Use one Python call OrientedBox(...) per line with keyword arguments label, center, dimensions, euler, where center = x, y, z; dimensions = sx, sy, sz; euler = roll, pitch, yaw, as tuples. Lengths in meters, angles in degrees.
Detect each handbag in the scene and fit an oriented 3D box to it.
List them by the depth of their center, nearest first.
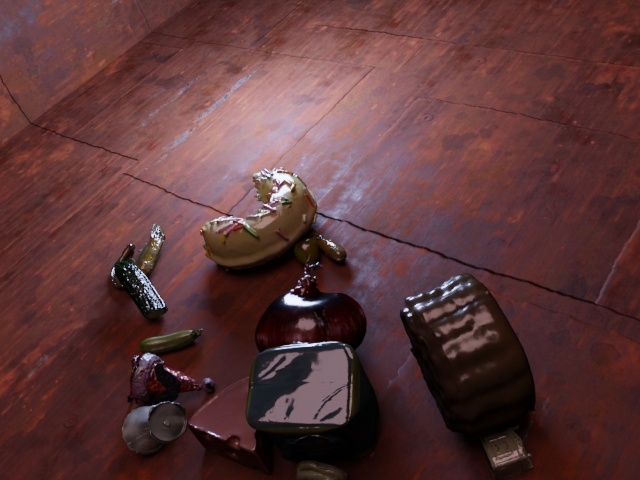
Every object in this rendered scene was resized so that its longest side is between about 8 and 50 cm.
OrientedBox(label="handbag", center=(-0.013, 0.353, 1.466), dimensions=(0.263, 0.241, 0.222), euler=(-10, 54, 13))

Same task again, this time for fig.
OrientedBox(label="fig", center=(-0.036, 0.038, 1.952), dimensions=(0.074, 0.074, 0.087), euler=(-16, 64, 6))

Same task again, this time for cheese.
OrientedBox(label="cheese", center=(-0.172, 0.407, 1.578), dimensions=(0.203, 0.128, 0.177), euler=(9, 51, 32))

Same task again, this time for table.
OrientedBox(label="table", center=(0.377, 0.429, 1.381), dimensions=(0.083, 0.062, 0.079), euler=(-19, 43, 3))

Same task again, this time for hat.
OrientedBox(label="hat", center=(-0.381, 0.368, 1.742), dimensions=(0.228, 0.129, 0.140), euler=(8, 90, 7))

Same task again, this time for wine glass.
OrientedBox(label="wine glass", center=(-0.382, 0.429, 1.585), dimensions=(0.183, 0.122, 0.122), euler=(-38, 18, 53))

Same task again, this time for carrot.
OrientedBox(label="carrot", center=(0.000, 0.000, 2.000), dimensions=(0.049, 0.049, 0.254), euler=(-35, 39, -15))

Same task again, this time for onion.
OrientedBox(label="onion", center=(-0.029, 0.183, 1.651), dimensions=(0.273, 0.284, 0.273), euler=(-7, 3, 0))

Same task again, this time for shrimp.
OrientedBox(label="shrimp", center=(-0.583, 0.055, 2.173), dimensions=(0.173, 0.058, 0.253), euler=(-10, 46, 25))

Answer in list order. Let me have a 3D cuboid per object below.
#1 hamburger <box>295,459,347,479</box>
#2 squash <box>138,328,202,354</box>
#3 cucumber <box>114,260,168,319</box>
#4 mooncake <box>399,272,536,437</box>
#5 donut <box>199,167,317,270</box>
OrientedBox(label="hamburger", center=(-0.004, 0.501, 1.445), dimensions=(0.121, 0.084, 0.054), euler=(2, 49, 27))
OrientedBox(label="squash", center=(-0.409, 0.276, 1.870), dimensions=(0.184, 0.052, 0.052), euler=(-16, 42, 4))
OrientedBox(label="cucumber", center=(-0.533, 0.139, 2.015), dimensions=(0.077, 0.077, 0.265), euler=(-34, 56, -14))
OrientedBox(label="mooncake", center=(0.298, 0.243, 1.421), dimensions=(0.187, 0.323, 0.324), euler=(-23, 42, -2))
OrientedBox(label="donut", center=(-0.174, -0.069, 2.043), dimensions=(0.308, 0.150, 0.371), euler=(14, 52, 42))
